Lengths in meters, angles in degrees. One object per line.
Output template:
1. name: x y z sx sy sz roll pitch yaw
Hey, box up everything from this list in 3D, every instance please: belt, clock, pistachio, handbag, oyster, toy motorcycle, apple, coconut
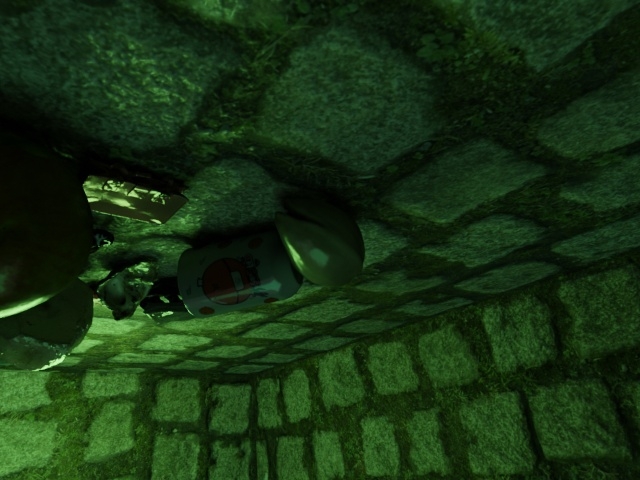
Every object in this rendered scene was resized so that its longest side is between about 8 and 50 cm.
1. belt: -0.510 0.205 1.497 0.230 0.140 0.126 -3 157 4
2. clock: -0.772 0.212 1.546 0.113 0.061 0.155 -23 149 32
3. pistachio: 0.000 0.000 1.145 0.226 0.208 0.332 30 172 40
4. handbag: -0.422 -0.105 0.958 0.212 0.060 0.157 14 149 -40
5. oyster: -0.616 0.146 1.397 0.294 0.094 0.166 -36 123 21
6. toy motorcycle: -0.633 -0.016 1.068 0.212 0.084 0.118 20 146 -31
7. apple: -0.584 -0.028 0.765 0.339 0.340 0.340 -6 155 -3
8. coconut: -0.872 0.248 1.337 0.297 0.298 0.254 17 135 -41

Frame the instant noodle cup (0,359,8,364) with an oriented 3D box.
1. instant noodle cup: -1.102 0.293 1.452 0.296 0.214 0.296 -6 155 -3

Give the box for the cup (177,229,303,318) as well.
1. cup: -0.220 0.092 1.255 0.317 0.213 0.212 -14 154 10
